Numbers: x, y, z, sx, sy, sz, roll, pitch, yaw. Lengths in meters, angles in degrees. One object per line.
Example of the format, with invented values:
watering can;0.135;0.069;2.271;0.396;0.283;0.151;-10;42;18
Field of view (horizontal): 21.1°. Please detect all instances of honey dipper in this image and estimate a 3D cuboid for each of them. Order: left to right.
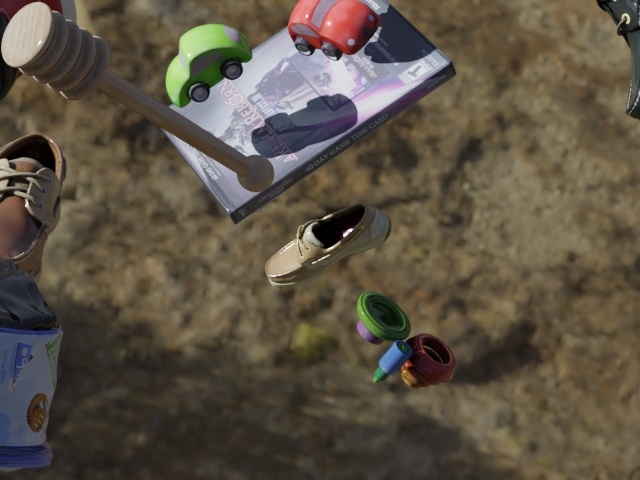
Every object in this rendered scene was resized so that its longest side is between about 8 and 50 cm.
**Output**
honey dipper;-0.074;-0.058;0.764;0.160;0.030;0.030;30;14;-47

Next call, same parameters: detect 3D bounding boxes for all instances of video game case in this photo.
video game case;-0.020;-0.151;1.790;0.274;0.026;0.196;-34;45;-6

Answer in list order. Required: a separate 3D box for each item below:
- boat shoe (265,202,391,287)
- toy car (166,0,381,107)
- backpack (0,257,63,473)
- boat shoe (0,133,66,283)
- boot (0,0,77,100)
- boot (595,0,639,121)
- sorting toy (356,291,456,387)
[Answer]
boat shoe;0.000;0.000;1.638;0.045;0.135;0.050;42;26;-46
toy car;-0.068;-0.214;1.691;0.053;0.225;0.239;49;12;-37
backpack;-0.319;0.106;1.218;0.276;0.213;0.263;0;-4;-45
boat shoe;-0.361;-0.041;1.984;0.123;0.116;0.324;16;21;-9
boot;-0.283;-0.244;1.415;0.088;0.244;0.176;-6;24;19
boot;0.254;-0.232;1.588;0.178;0.085;0.236;12;74;-1
sorting toy;0.062;0.091;1.408;0.102;0.042;0.061;38;30;-3
